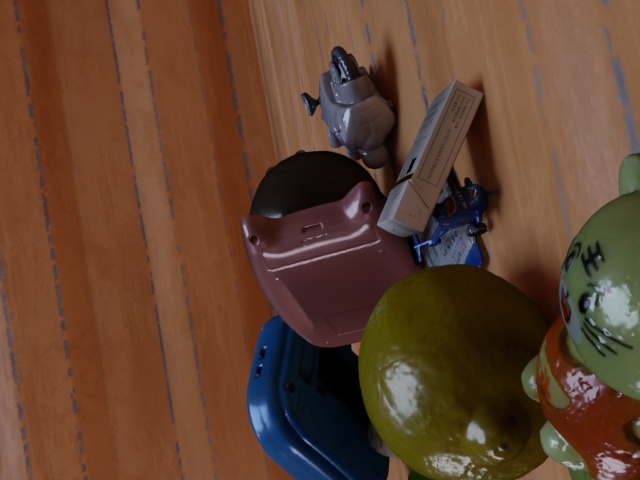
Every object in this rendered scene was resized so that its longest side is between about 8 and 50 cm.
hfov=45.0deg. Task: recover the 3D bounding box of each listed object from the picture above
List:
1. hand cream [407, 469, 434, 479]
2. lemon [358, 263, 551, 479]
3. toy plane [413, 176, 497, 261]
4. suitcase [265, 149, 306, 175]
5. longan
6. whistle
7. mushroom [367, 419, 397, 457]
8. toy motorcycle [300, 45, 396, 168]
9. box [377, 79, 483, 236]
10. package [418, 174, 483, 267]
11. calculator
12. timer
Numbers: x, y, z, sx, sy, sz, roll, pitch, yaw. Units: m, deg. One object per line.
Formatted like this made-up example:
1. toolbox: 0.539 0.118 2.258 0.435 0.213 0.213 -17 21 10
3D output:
1. hand cream: 0.180 0.478 1.293 0.079 0.050 0.275 -67 -25 -48
2. lemon: 0.123 0.114 0.693 0.248 0.184 0.184 -102 6 -61
3. toy plane: 0.137 -0.021 0.830 0.167 0.062 0.054 115 144 -68
4. suitcase: 0.000 0.000 1.446 0.202 0.128 0.312 45 -158 -47
5. longan: 0.004 -0.024 1.167 0.215 0.246 0.246 -5 97 38
6. whistle: 0.186 0.076 0.465 0.131 0.106 0.288 -98 4 -45
7. mushroom: 0.122 0.272 1.303 0.092 0.081 0.223 -73 -13 -50
8. toy motorcycle: 0.052 -0.184 1.178 0.260 0.110 0.171 91 155 -79
9. box: 0.111 -0.080 0.796 0.154 0.040 0.084 -65 7 -6
10. package: 0.151 0.002 0.941 0.171 0.027 0.173 97 160 -55
11. calculator: 0.034 0.057 1.031 0.330 0.220 0.048 60 -163 -50
12. timer: 0.010 0.301 1.412 0.340 0.115 0.309 47 -150 -27
